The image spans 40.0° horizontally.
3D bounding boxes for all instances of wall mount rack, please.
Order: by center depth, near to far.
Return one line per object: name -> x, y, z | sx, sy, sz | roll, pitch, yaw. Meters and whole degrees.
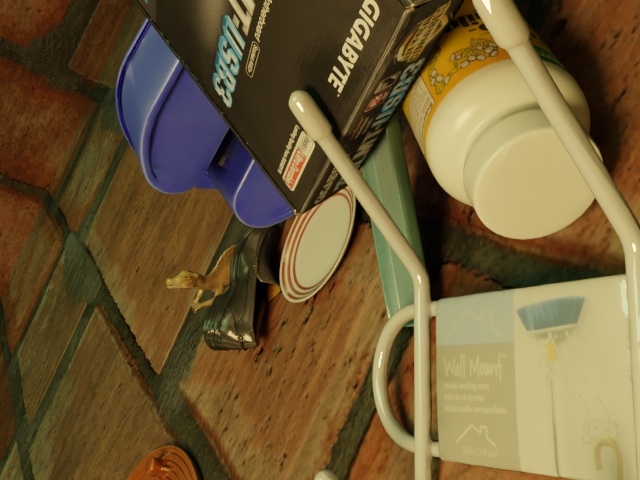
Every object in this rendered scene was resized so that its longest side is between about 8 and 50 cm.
wall mount rack -> 0.086, 0.035, 0.534 | 0.350, 0.130, 0.304 | -15, 74, 58

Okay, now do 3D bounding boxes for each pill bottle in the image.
pill bottle -> 0.125, -0.096, 0.644 | 0.117, 0.117, 0.208 | -52, 28, 26

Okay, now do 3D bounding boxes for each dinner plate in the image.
dinner plate -> 0.000, 0.000, 0.915 | 0.141, 0.017, 0.141 | -43, 34, 38

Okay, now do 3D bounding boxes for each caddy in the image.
caddy -> -0.076, -0.185, 0.963 | 0.341, 0.241, 0.179 | -55, 32, 20

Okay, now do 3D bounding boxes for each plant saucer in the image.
plant saucer -> 0.059, -0.025, 0.721 | 0.067, 0.018, 0.192 | 156, 106, -71

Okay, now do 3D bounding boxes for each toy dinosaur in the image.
toy dinosaur -> -0.103, 0.036, 1.023 | 0.183, 0.053, 0.093 | -36, -29, -46

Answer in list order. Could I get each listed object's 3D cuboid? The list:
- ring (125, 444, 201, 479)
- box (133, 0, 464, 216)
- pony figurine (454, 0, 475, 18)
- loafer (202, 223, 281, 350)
ring -> -0.222, 0.395, 0.991 | 0.336, 0.032, 0.337 | -43, 34, 38
box -> -0.047, -0.202, 0.662 | 0.073, 0.293, 0.295 | -32, -11, -24
pony figurine -> 0.092, -0.355, 0.660 | 0.351, 0.303, 0.364 | -22, 63, 14
loafer -> -0.070, 0.049, 0.979 | 0.061, 0.062, 0.170 | 7, 62, 23
